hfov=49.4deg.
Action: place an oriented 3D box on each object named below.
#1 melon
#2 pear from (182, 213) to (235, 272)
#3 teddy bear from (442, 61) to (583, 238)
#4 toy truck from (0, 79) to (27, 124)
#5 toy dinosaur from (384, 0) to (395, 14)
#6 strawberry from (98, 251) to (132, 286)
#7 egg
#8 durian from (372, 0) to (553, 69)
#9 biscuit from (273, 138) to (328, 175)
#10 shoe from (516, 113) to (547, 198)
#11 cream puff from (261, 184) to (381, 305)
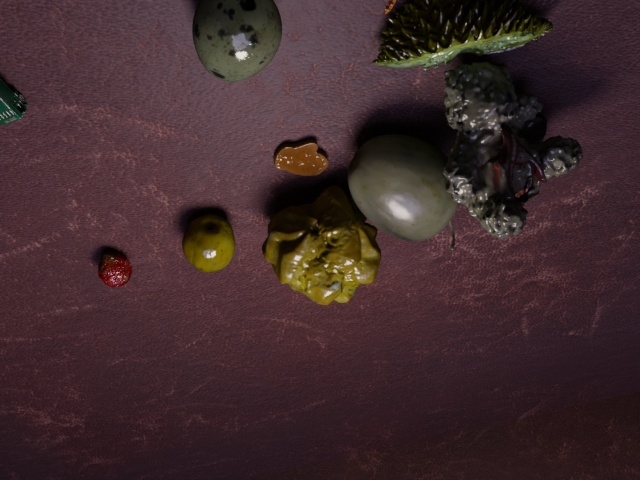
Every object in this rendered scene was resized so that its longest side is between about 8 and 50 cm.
[{"bbox_3d":[0.214,-0.133,1.744,0.271,0.272,0.308,-33,144,27],"label":"melon"},{"bbox_3d":[-0.307,0.012,1.907,0.148,0.149,0.162,4,132,-15],"label":"pear"},{"bbox_3d":[0.400,-0.238,1.594,0.357,0.224,0.368,-41,119,-26],"label":"teddy bear"},{"bbox_3d":[-0.699,-0.315,1.493,0.065,0.079,0.147,-18,142,11],"label":"toy truck"},{"bbox_3d":[0.159,-0.581,1.338,0.117,0.070,0.288,21,130,-16],"label":"toy dinosaur"},{"bbox_3d":[-0.588,0.080,1.979,0.106,0.106,0.106,-5,141,-4],"label":"strawberry"},{"bbox_3d":[-0.170,-0.411,1.399,0.177,0.177,0.228,5,155,-16],"label":"egg"},{"bbox_3d":[0.314,-0.428,1.488,0.394,0.163,0.198,-10,144,-8],"label":"durian"},{"bbox_3d":[-0.044,-0.215,1.778,0.140,0.023,0.118,16,135,-26],"label":"biscuit"},{"bbox_3d":[0.494,-0.168,1.815,0.132,0.171,0.336,4,140,-15],"label":"shoe"},{"bbox_3d":[-0.007,-0.005,1.831,0.274,0.323,0.270,3,127,-28],"label":"cream puff"}]
